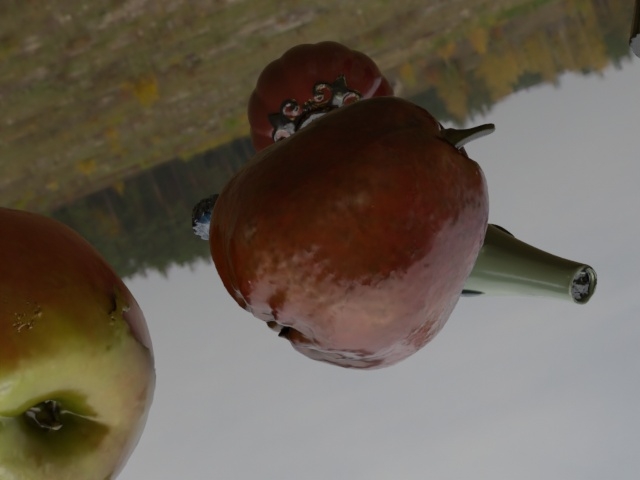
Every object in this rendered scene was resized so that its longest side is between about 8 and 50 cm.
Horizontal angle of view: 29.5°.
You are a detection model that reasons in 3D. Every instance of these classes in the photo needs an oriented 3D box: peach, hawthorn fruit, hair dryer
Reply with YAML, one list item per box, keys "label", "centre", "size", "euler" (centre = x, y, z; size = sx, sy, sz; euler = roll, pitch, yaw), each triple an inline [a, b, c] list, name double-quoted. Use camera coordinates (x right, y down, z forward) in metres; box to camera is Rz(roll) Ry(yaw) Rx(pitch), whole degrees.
- label: "peach"
  centre: [-0.353, 0.122, 1.218]
  size: [0.370, 0.370, 0.370]
  euler: [-21, -176, 2]
- label: "hawthorn fruit"
  centre: [0.042, -0.018, 1.046]
  size: [0.261, 0.224, 0.224]
  euler: [-48, -175, 0]
- label: "hair dryer"
  centre: [0.233, 0.008, 1.671]
  size: [0.296, 0.119, 0.298]
  euler: [21, 165, 30]

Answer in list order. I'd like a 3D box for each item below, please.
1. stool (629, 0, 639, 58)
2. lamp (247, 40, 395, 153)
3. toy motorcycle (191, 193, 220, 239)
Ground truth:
- label: "stool"
  centre: [0.442, -0.462, 1.734]
  size: [0.226, 0.310, 0.310]
  euler: [-63, -178, -31]
- label: "lamp"
  centre: [0.004, -0.181, 1.807]
  size: [0.227, 0.226, 0.227]
  euler: [-21, -176, 2]
- label: "toy motorcycle"
  centre: [-0.001, -0.006, 1.284]
  size: [0.204, 0.108, 0.239]
  euler: [-16, 164, 21]
